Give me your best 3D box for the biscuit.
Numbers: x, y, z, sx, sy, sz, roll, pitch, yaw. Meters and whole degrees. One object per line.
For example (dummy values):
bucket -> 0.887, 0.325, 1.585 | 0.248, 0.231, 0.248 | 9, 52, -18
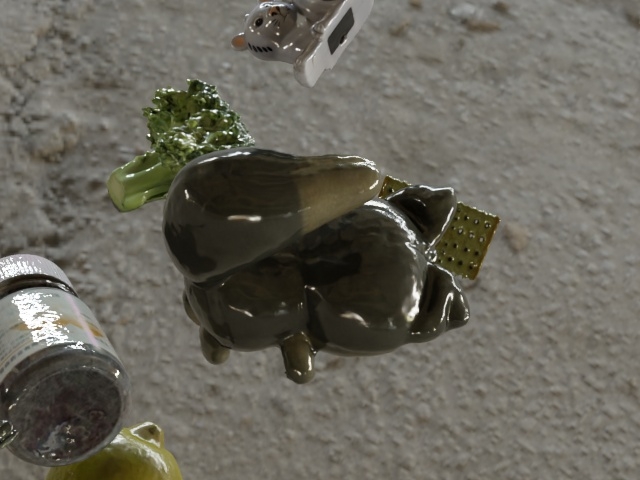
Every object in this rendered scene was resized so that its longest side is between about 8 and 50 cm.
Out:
biscuit -> 0.207, -0.021, 2.014 | 0.231, 0.139, 0.016 | 22, 8, 6

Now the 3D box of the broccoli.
broccoli -> -0.251, -0.157, 2.120 | 0.338, 0.277, 0.317 | 24, 46, 21

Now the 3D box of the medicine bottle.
medicine bottle -> -0.350, 0.142, 1.338 | 0.165, 0.165, 0.273 | -11, 32, -25

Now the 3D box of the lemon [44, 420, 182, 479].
lemon -> -0.281, 0.352, 1.407 | 0.184, 0.184, 0.248 | 23, 66, 5

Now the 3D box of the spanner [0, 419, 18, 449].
spanner -> -0.392, 0.181, 1.172 | 0.093, 0.026, 0.325 | -27, 27, -14

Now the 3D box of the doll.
doll -> 0.008, 0.032, 1.308 | 0.382, 0.378, 0.252 | -12, 76, -3

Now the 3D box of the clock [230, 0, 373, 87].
clock -> -0.018, -0.276, 1.272 | 0.117, 0.080, 0.176 | 28, 72, 20

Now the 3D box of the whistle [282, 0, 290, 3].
whistle -> -0.021, -0.382, 1.545 | 0.057, 0.107, 0.220 | 43, 12, -20
